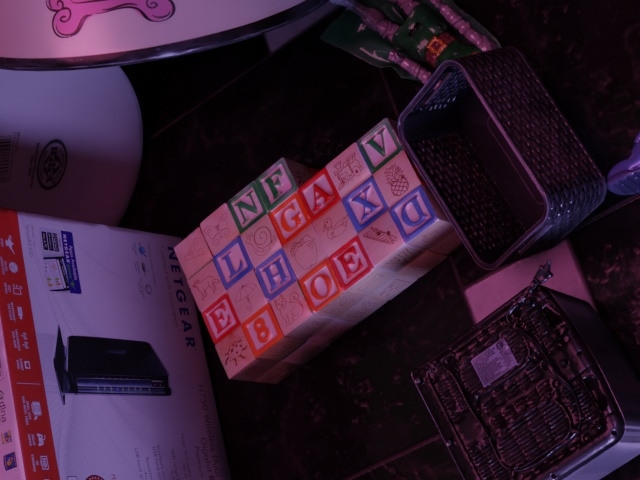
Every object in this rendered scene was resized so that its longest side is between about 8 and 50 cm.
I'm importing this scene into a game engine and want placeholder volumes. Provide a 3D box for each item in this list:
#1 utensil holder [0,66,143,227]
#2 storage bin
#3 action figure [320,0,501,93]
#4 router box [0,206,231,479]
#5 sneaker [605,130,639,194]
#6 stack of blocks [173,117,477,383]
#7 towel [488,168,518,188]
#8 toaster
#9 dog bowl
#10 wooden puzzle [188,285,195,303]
[{"bbox_3d":[-0.451,-0.138,1.631,0.385,0.327,0.328,21,94,34],"label":"utensil holder"},{"bbox_3d":[0.168,-0.079,1.271,0.180,0.084,0.122,60,142,17],"label":"storage bin"},{"bbox_3d":[0.109,-0.210,1.396,0.232,0.063,0.137,42,103,30],"label":"action figure"},{"bbox_3d":[-0.243,0.146,1.427,0.082,0.301,0.335,-24,71,31],"label":"router box"},{"bbox_3d":[0.317,-0.096,1.228,0.144,0.053,0.059,-38,60,17],"label":"sneaker"},{"bbox_3d":[0.000,0.000,1.416,0.297,0.087,0.171,-38,62,25],"label":"stack of blocks"},{"bbox_3d":[0.207,-0.075,1.328,0.083,0.009,0.060,26,98,36],"label":"towel"},{"bbox_3d":[0.200,0.142,1.232,0.185,0.110,0.168,-40,62,24],"label":"toaster"},{"bbox_3d":[-0.190,-0.309,1.403,0.408,0.408,0.150,11,120,37],"label":"dog bowl"},{"bbox_3d":[-0.168,0.074,1.575,0.049,0.006,0.083,13,90,37],"label":"wooden puzzle"}]
